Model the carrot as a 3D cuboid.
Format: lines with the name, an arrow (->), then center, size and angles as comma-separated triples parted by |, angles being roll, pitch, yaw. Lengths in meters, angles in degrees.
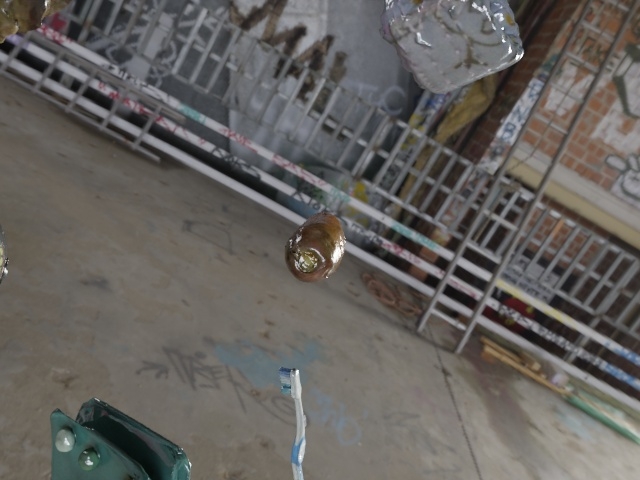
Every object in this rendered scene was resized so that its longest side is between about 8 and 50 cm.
carrot -> 0.000, 0.000, 0.678 | 0.060, 0.060, 0.186 | 30, 14, 0

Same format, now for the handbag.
handbag -> -0.324, 0.407, 0.949 | 0.269, 0.274, 0.100 | 18, 14, 33

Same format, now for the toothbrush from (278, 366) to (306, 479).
toothbrush -> -0.039, 0.405, 1.187 | 0.040, 0.386, 0.040 | -5, 23, 2

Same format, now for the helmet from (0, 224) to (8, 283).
helmet -> -0.612, 0.019, 0.926 | 0.279, 0.230, 0.160 | 15, -3, -32

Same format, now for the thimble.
thimble -> 0.145, -0.242, 0.699 | 0.151, 0.118, 0.127 | 37, 46, -41

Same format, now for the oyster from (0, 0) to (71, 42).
oyster -> -0.230, -0.311, 0.438 | 0.221, 0.361, 0.096 | 47, 17, 6
